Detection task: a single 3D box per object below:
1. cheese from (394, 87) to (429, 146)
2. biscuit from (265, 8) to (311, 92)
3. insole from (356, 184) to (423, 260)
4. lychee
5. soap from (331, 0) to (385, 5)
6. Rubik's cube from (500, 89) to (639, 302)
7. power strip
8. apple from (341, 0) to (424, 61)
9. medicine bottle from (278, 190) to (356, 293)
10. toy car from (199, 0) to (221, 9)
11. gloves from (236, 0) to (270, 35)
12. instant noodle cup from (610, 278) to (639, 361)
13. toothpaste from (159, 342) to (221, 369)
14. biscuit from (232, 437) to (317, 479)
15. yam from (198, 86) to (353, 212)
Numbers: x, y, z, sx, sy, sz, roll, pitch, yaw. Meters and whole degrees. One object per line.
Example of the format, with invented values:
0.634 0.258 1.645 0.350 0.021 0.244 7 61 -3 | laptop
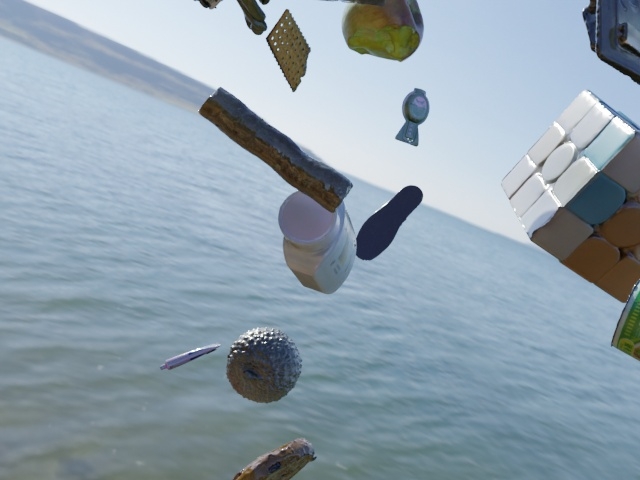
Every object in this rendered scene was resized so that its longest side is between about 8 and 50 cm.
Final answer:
0.198 -0.264 1.363 0.067 0.120 0.026 15 -1 -22 | cheese
-0.087 -0.554 1.866 0.016 0.144 0.203 -11 66 -42 | biscuit
0.219 -0.063 2.078 0.111 0.328 0.007 39 -19 12 | insole
-0.189 0.418 2.182 0.255 0.255 0.274 23 18 9 | lychee
0.057 -0.602 1.421 0.233 0.135 0.076 -10 40 -34 | soap
0.728 -0.117 1.644 0.344 0.347 0.346 32 27 -16 | Rubik's cube
0.641 -0.456 1.366 0.257 0.251 0.092 13 -19 -36 | power strip
0.182 -0.642 1.918 0.226 0.246 0.246 -14 -13 29 | apple
0.000 0.000 1.248 0.111 0.161 0.296 18 -15 15 | medicine bottle
-0.289 -0.674 1.665 0.139 0.112 0.112 53 31 -7 | toy car
-0.154 -0.619 1.529 0.107 0.268 0.135 33 51 19 | gloves
0.678 0.182 1.186 0.233 0.207 0.207 24 7 30 | instant noodle cup
-0.352 0.312 1.740 0.170 0.028 0.045 -20 5 -21 | toothpaste
-0.147 0.626 1.731 0.075 0.296 0.296 53 21 25 | biscuit
-0.067 -0.134 0.935 0.253 0.061 0.061 37 7 2 | yam
